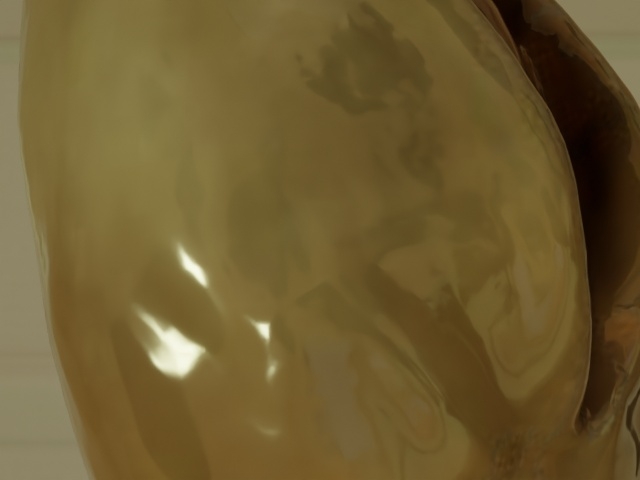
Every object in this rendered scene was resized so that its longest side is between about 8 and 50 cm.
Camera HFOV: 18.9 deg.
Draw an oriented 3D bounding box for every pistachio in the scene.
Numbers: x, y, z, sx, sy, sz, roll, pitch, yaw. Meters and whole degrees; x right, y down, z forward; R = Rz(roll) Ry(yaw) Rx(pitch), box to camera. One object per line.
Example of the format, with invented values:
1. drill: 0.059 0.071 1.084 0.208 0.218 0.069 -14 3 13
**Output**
1. pistachio: 0.000 0.000 0.586 0.193 0.214 0.318 8 -126 -47
